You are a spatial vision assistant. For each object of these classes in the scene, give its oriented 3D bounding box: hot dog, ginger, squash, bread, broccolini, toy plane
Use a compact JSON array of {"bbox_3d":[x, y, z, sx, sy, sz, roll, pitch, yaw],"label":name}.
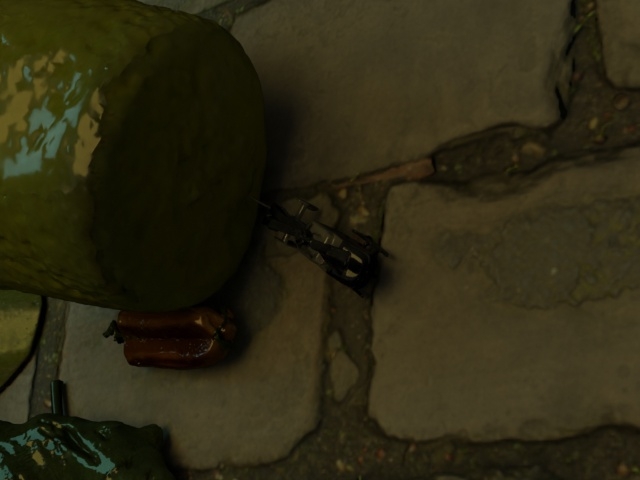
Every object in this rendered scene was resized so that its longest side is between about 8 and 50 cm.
[{"bbox_3d":[-0.159,0.101,1.050,0.188,0.055,0.072,-3,101,43],"label":"hot dog"},{"bbox_3d":[-0.282,0.251,1.043,0.289,0.089,0.137,-4,35,13],"label":"ginger"},{"bbox_3d":[-0.455,0.139,1.302,0.204,0.154,0.237,138,138,-68],"label":"squash"},{"bbox_3d":[-0.233,-0.099,1.008,0.307,0.348,0.348,11,80,36],"label":"bread"},{"bbox_3d":[-0.287,0.254,1.115,0.042,0.044,0.218,-44,44,37],"label":"broccolini"},{"bbox_3d":[0.000,0.000,0.951,0.053,0.078,0.197,-60,36,7],"label":"toy plane"}]
